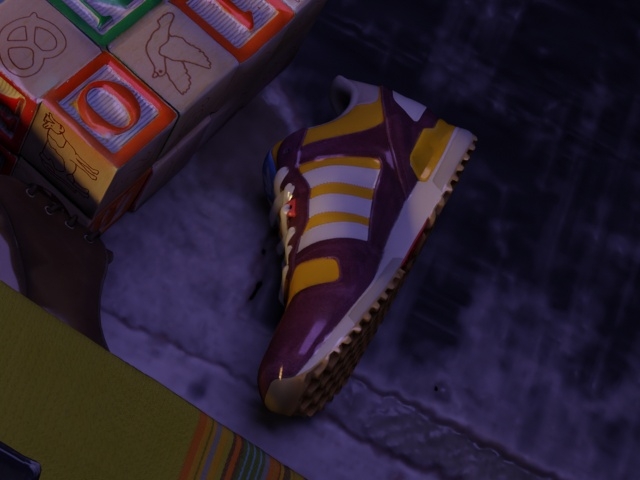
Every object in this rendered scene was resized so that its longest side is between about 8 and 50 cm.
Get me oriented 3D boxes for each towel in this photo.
[{"bbox_3d":[-0.088,0.093,0.691,0.237,0.021,0.102,37,55,-28],"label":"towel"}]

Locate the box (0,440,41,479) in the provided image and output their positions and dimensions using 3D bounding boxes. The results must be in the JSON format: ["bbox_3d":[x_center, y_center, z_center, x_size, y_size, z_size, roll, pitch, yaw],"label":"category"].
[{"bbox_3d":[-0.205,0.138,0.518,0.143,0.270,0.165,33,55,-3],"label":"box"}]

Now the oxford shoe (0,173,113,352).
[{"bbox_3d":[-0.142,0.004,0.745,0.096,0.083,0.227,-23,85,-34],"label":"oxford shoe"}]

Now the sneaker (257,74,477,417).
[{"bbox_3d":[0.000,0.000,0.818,0.084,0.069,0.185,29,48,5],"label":"sneaker"}]

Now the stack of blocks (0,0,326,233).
[{"bbox_3d":[-0.076,-0.149,0.852,0.171,0.087,0.297,41,54,3],"label":"stack of blocks"}]
